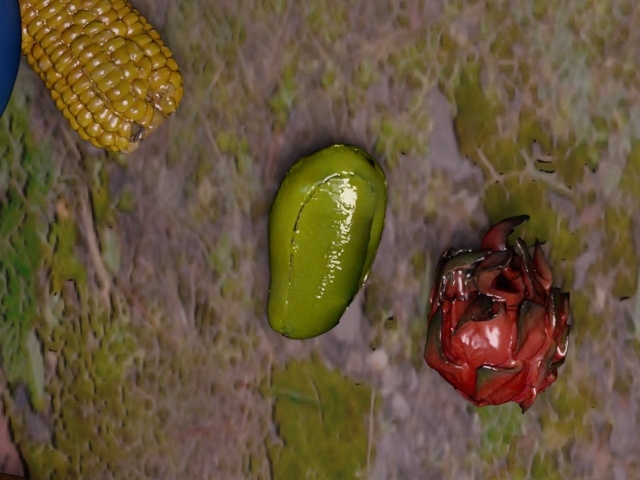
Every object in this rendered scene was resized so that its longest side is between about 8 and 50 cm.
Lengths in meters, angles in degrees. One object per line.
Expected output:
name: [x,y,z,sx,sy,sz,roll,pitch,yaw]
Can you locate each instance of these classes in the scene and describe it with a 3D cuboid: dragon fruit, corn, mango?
dragon fruit: [0.137,0.062,1.437,0.121,0.130,0.142,-23,104,-30]
corn: [-0.225,-0.204,1.465,0.102,0.102,0.313,-39,89,10]
mango: [0.000,0.000,1.476,0.091,0.074,0.165,20,110,0]

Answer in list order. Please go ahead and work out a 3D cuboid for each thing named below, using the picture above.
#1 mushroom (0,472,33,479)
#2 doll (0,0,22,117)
mushroom: [-0.267,0.326,1.498,0.278,0.163,0.297,-26,102,11]
doll: [-0.360,-0.147,1.371,0.240,0.310,0.284,37,61,-36]
